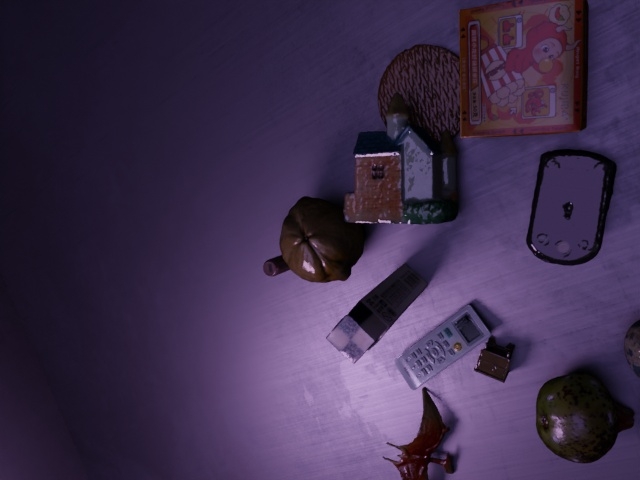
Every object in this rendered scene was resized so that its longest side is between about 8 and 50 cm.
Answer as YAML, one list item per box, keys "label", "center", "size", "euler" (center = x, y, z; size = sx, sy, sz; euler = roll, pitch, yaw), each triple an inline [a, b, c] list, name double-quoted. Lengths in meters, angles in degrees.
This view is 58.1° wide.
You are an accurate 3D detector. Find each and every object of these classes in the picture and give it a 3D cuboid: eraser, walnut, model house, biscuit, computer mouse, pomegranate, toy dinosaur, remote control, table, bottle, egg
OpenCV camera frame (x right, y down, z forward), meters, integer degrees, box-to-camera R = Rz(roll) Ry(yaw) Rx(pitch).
- label: "eraser"
  center: [0.156, 0.174, 1.461]
  size: [0.098, 0.404, 0.096]
  euler: [43, 120, 11]
- label: "walnut"
  center: [0.000, 0.000, 1.584]
  size: [0.227, 0.283, 0.283]
  euler: [-30, 86, 12]
- label: "model house"
  center: [0.214, -0.209, 1.473]
  size: [0.266, 0.194, 0.325]
  euler: [2, 100, 28]
- label: "biscuit"
  center: [0.271, -0.372, 1.493]
  size: [0.261, 0.037, 0.262]
  euler: [7, 106, 27]
- label: "computer mouse"
  center: [0.586, -0.078, 1.356]
  size: [0.170, 0.100, 0.270]
  euler: [11, 101, 21]
- label: "pomegranate"
  center: [0.649, 0.430, 1.399]
  size: [0.247, 0.214, 0.215]
  euler: [5, 106, -12]
- label: "toy dinosaur"
  center: [0.281, 0.604, 1.676]
  size: [0.206, 0.113, 0.328]
  euler: [-14, 106, 4]
- label: "remote control"
  center: [0.335, 0.299, 1.595]
  size: [0.293, 0.051, 0.103]
  euler: [-44, 67, 26]
- label: "table"
  center: [0.462, 0.311, 1.520]
  size: [0.083, 0.070, 0.082]
  euler: [19, 109, 24]
- label: "bottle"
  center: [-0.117, 0.070, 1.732]
  size: [0.053, 0.140, 0.053]
  euler: [6, 103, 27]
- label: "egg"
  center: [0.772, 0.261, 1.307]
  size: [0.141, 0.141, 0.182]
  euler: [-17, 94, 29]

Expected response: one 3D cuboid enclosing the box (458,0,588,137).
- label: "box"
  center: [0.459, -0.380, 1.296]
  size: [0.259, 0.213, 0.284]
  euler: [1, 101, 26]
